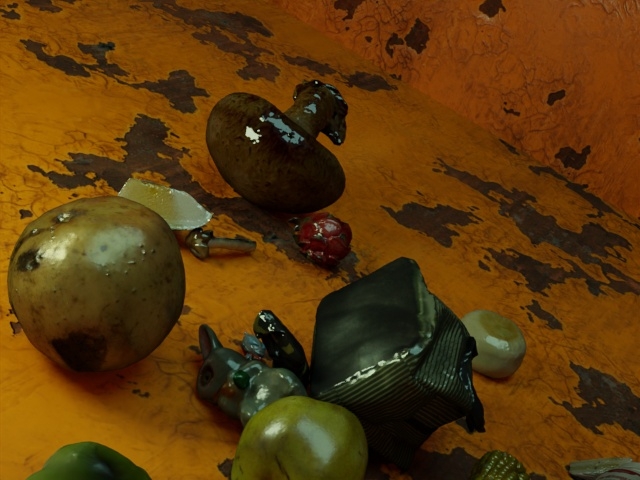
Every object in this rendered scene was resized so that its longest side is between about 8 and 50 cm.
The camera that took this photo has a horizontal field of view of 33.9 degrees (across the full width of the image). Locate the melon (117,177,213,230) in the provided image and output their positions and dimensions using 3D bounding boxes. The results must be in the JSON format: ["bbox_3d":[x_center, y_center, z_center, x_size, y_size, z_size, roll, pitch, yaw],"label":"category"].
[{"bbox_3d":[-0.314,-0.068,2.074,0.202,0.093,0.139,7,1,-9],"label":"melon"}]

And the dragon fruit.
[{"bbox_3d":[0.007,-0.001,2.239,0.121,0.130,0.142,-17,39,-8],"label":"dragon fruit"}]

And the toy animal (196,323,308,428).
[{"bbox_3d":[-0.133,0.230,1.693,0.125,0.127,0.251,-22,37,-38],"label":"toy animal"}]

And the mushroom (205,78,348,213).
[{"bbox_3d":[-0.059,-0.217,2.349,0.331,0.356,0.334,56,-8,11],"label":"mushroom"}]

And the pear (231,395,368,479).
[{"bbox_3d":[-0.027,0.316,1.510,0.199,0.200,0.200,20,26,-10],"label":"pear"}]

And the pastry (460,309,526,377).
[{"bbox_3d":[0.346,0.212,2.159,0.156,0.092,0.156,13,30,-8],"label":"pastry"}]

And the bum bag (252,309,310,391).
[{"bbox_3d":[-0.058,0.192,1.735,0.060,0.232,0.107,-32,65,-9],"label":"bum bag"}]

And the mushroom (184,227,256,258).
[{"bbox_3d":[-0.193,0.012,2.103,0.060,0.061,0.187,8,-1,43],"label":"mushroom"}]

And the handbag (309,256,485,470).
[{"bbox_3d":[0.137,0.210,1.777,0.240,0.247,0.341,52,18,-22],"label":"handbag"}]

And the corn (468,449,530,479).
[{"bbox_3d":[0.254,0.433,1.655,0.102,0.102,0.313,32,29,13],"label":"corn"}]

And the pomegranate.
[{"bbox_3d":[-0.343,0.067,1.623,0.281,0.281,0.281,20,26,-10],"label":"pomegranate"}]

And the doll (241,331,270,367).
[{"bbox_3d":[-0.116,0.193,1.835,0.057,0.039,0.114,6,34,-25],"label":"doll"}]

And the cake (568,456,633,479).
[{"bbox_3d":[0.522,0.426,1.953,0.121,0.065,0.052,17,23,-2],"label":"cake"}]

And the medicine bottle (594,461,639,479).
[{"bbox_3d":[0.496,0.464,1.766,0.131,0.131,0.250,37,29,23],"label":"medicine bottle"}]

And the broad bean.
[{"bbox_3d":[-0.272,0.365,1.284,0.238,0.119,0.291,18,28,-36],"label":"broad bean"}]
